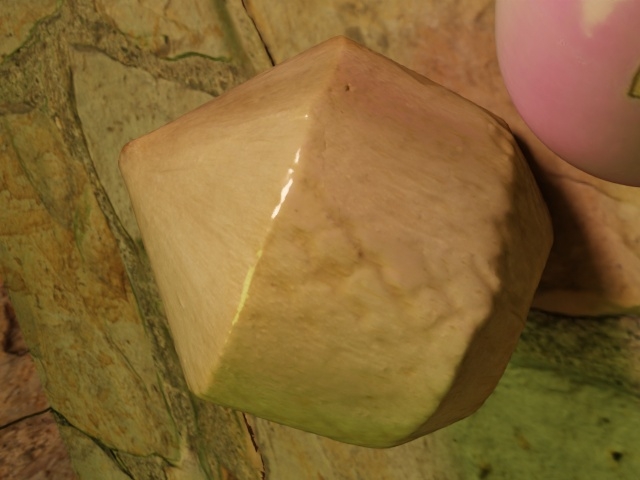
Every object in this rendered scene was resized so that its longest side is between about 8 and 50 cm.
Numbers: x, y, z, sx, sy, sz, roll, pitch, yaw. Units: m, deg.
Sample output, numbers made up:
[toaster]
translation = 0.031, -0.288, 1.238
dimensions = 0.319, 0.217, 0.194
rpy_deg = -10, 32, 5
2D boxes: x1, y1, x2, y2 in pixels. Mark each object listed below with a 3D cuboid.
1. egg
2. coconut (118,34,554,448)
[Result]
[egg]
translation = 0.194, -0.154, 1.090
dimensions = 0.196, 0.196, 0.271
rpy_deg = 43, 151, 42
[coconut]
translation = 0.000, 0.000, 1.450
dimensions = 0.329, 0.328, 0.329
rpy_deg = 46, 149, 38
